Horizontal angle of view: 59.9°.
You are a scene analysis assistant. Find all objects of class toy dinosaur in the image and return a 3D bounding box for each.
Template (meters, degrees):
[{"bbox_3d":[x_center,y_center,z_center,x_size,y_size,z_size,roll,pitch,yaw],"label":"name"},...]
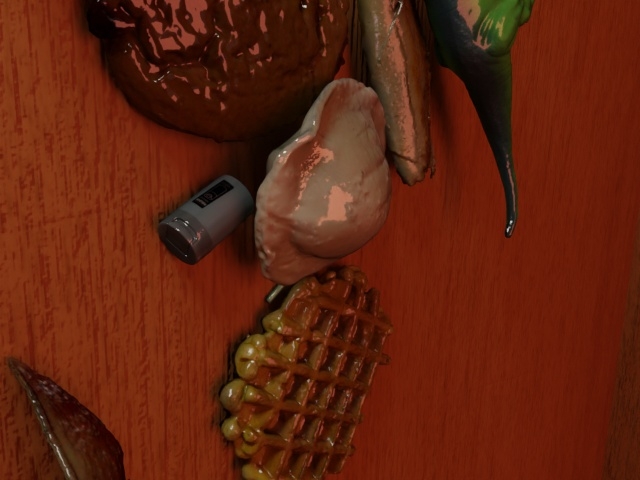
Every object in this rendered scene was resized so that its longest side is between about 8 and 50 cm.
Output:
[{"bbox_3d":[-0.225,0.286,0.445,0.207,0.112,0.327,-82,-178,-58],"label":"toy dinosaur"},{"bbox_3d":[0.191,-0.227,0.694,0.374,0.144,0.500,-16,99,-55],"label":"toy dinosaur"}]

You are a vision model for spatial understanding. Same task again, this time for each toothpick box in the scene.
[{"bbox_3d":[-0.110,-0.021,0.540,0.083,0.052,0.052,-46,130,-33],"label":"toothpick box"}]

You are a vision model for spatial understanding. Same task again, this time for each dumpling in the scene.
[{"bbox_3d":[0.011,-0.078,0.588,0.252,0.131,0.179,-50,145,-27],"label":"dumpling"}]

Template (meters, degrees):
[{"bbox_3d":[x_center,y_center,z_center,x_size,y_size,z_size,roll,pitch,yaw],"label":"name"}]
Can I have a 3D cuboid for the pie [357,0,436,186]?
[{"bbox_3d":[0.106,-0.204,0.722,0.128,0.068,0.283,-45,124,-53],"label":"pie"}]

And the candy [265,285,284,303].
[{"bbox_3d":[0.000,0.000,0.681,0.202,0.061,0.061,-48,131,-19],"label":"candy"}]

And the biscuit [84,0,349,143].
[{"bbox_3d":[-0.074,-0.231,0.514,0.296,0.075,0.296,-14,109,-46],"label":"biscuit"}]

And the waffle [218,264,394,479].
[{"bbox_3d":[-0.001,0.183,0.707,0.301,0.058,0.282,-52,134,-27],"label":"waffle"}]
